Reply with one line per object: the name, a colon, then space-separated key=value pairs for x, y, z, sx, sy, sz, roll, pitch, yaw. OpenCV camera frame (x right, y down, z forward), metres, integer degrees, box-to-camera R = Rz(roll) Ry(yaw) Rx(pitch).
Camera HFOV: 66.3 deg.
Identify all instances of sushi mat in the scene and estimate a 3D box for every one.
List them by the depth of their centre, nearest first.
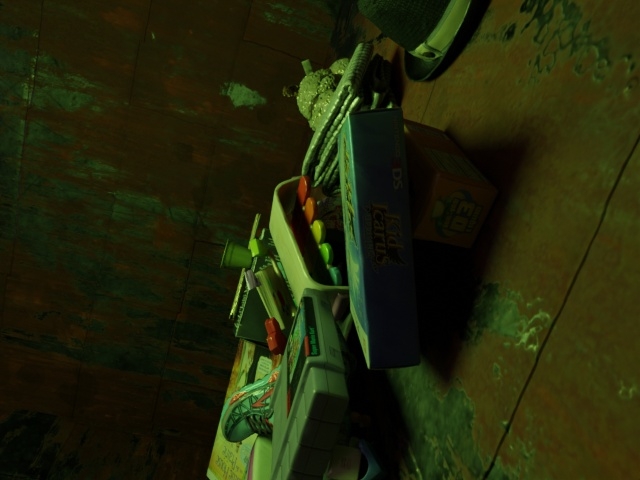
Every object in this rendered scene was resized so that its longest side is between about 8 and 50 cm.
sushi mat: x=-0.229 y=0.082 z=1.492 sx=0.151 sy=0.019 sz=0.317 roll=131 pitch=153 yaw=-74

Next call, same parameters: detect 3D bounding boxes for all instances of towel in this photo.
towel: x=0.068 y=-0.266 z=1.099 sx=0.235 sy=0.121 sz=0.284 roll=-75 pitch=13 yaw=-49

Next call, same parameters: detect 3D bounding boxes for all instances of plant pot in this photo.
plant pot: x=-0.227 y=0.045 z=1.353 sx=0.083 sy=0.079 sz=0.083 roll=-164 pitch=90 yaw=-81

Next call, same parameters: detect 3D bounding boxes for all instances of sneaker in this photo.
sneaker: x=-0.109 y=0.351 z=1.016 sx=0.262 sy=0.104 sz=0.125 roll=-41 pitch=30 yaw=12
sneaker: x=0.001 y=0.000 z=1.190 sx=0.270 sy=0.090 sz=0.145 roll=127 pitch=157 yaw=-57

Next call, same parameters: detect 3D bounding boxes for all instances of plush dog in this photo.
plush dog: x=0.020 y=-0.397 z=1.445 sx=0.225 sy=0.210 sz=0.263 roll=56 pitch=134 yaw=45

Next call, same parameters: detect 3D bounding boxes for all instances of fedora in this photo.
fedora: x=0.151 y=-0.422 z=0.784 sx=0.334 sy=0.152 sz=0.334 roll=-165 pitch=90 yaw=-80

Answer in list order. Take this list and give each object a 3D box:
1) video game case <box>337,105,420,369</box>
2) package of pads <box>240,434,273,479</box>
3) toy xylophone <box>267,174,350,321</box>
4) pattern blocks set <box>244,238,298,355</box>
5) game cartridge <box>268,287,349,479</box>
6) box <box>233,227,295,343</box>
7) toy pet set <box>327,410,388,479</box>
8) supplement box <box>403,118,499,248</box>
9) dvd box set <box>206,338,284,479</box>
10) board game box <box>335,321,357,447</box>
video game case: x=0.063 y=-0.011 z=0.617 sx=0.244 sy=0.061 sz=0.270 roll=-105 pitch=10 yaw=-83
package of pads: x=-0.123 y=0.582 z=1.004 sx=0.297 sy=0.101 sz=0.229 roll=-95 pitch=23 yaw=-64
toy xylophone: x=-0.040 y=0.029 z=1.037 sx=0.236 sy=0.081 sz=0.323 roll=115 pitch=140 yaw=-58
pattern blocks set: x=-0.099 y=0.131 z=1.117 sx=0.325 sy=0.026 sz=0.286 roll=36 pitch=-149 yaw=-74
game cartridge: x=-0.030 y=0.229 z=0.750 sx=0.355 sy=0.068 sz=0.230 roll=-105 pitch=27 yaw=-76
box: x=-0.131 y=0.146 z=1.421 sx=0.296 sy=0.182 sz=0.294 roll=147 pitch=138 yaw=-77
toy pet set: x=0.060 y=0.282 z=0.624 sx=0.114 sy=0.065 sz=0.122 roll=56 pitch=-140 yaw=-54
supplement box: x=0.135 y=-0.081 z=0.612 sx=0.233 sy=0.080 sz=0.078 roll=-91 pitch=17 yaw=-61
dvd box set: x=-0.203 y=0.510 z=1.402 sx=0.307 sy=0.062 sz=0.421 roll=-4 pitch=71 yaw=60
board game box: x=0.016 y=0.256 z=0.826 sx=0.194 sy=0.060 sz=0.194 roll=-124 pitch=49 yaw=-76
